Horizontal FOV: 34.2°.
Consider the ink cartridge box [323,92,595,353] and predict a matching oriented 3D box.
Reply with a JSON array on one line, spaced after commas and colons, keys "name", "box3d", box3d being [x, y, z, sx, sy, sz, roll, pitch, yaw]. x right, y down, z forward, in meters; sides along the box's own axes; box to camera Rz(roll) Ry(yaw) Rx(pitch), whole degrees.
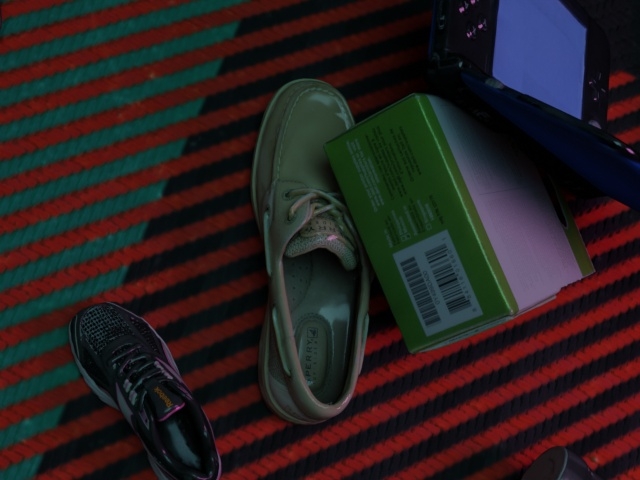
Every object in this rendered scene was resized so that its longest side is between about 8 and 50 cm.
[{"name": "ink cartridge box", "box3d": [0.135, -0.023, 0.910, 0.255, 0.097, 0.188, -11, 77, -60]}]

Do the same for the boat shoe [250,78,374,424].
[{"name": "boat shoe", "box3d": [0.000, 0.000, 0.870, 0.109, 0.098, 0.302, 6, 76, -15]}]

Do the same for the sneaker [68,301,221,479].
[{"name": "sneaker", "box3d": [-0.128, 0.120, 0.817, 0.072, 0.077, 0.178, -38, 89, -21]}]

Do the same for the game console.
[{"name": "game console", "box3d": [0.234, -0.130, 0.861, 0.293, 0.173, 0.250, 26, 67, -48]}]

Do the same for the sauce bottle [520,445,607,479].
[{"name": "sauce bottle", "box3d": [0.321, 0.300, 0.888, 0.344, 0.111, 0.111, 38, 70, -7]}]

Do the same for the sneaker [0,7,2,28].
[{"name": "sneaker", "box3d": [-0.278, -0.246, 0.869, 0.065, 0.061, 0.157, -11, 81, -25]}]
